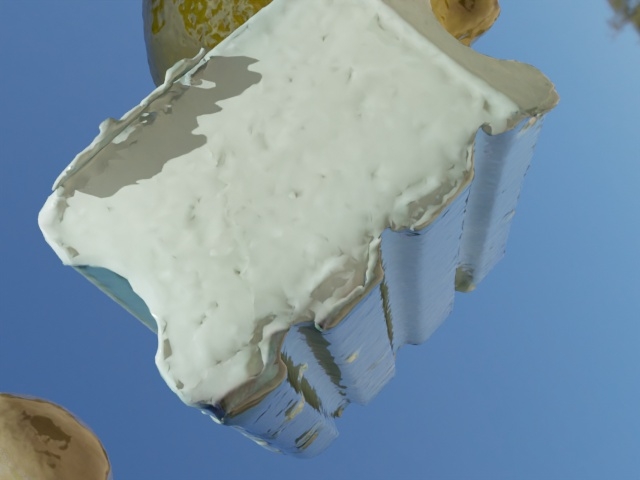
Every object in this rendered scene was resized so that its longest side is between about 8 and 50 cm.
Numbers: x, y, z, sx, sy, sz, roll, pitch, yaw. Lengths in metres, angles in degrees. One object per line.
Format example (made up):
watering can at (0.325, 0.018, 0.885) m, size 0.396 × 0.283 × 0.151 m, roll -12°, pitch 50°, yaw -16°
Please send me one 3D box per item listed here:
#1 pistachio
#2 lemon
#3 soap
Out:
pistachio at (-0.265, 0.214, 1.135) m, size 0.185 × 0.124 × 0.124 m, roll 41°, pitch -149°, yaw -9°
lemon at (-0.007, -0.192, 1.027) m, size 0.245 × 0.320 × 0.245 m, roll -3°, pitch -90°, yaw -68°
soap at (0.000, 0.000, 0.462) m, size 0.094 × 0.150 × 0.261 m, roll 43°, pitch 173°, yaw 12°
